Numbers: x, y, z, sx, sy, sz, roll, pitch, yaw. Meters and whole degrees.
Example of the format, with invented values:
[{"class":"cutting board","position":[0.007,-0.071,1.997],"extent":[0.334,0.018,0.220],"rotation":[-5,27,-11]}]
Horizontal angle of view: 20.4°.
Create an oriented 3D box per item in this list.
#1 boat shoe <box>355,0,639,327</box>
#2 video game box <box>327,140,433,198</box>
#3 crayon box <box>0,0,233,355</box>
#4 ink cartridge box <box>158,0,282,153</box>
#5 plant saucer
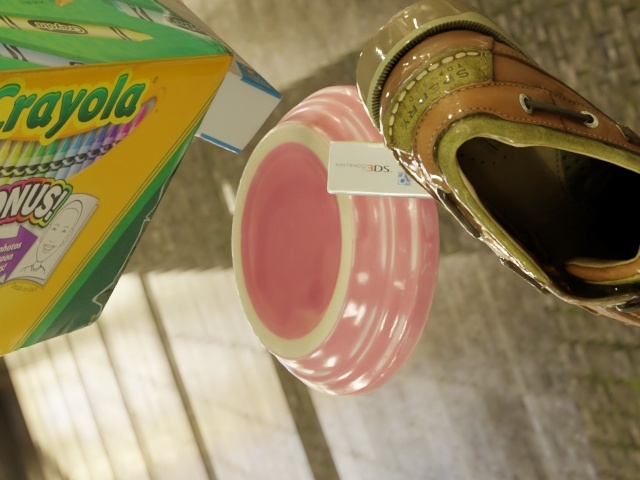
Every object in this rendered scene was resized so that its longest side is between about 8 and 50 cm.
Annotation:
[{"class":"boat shoe","position":[0.144,-0.005,0.918],"extent":[0.307,0.110,0.104],"rotation":[26,-157,-34]},{"class":"video game box","position":[0.109,-0.056,1.451],"extent":[0.205,0.187,0.048],"rotation":[-19,-70,-83]},{"class":"crayon box","position":[-0.164,-0.027,0.771],"extent":[0.081,0.278,0.165],"rotation":[35,111,17]},{"class":"ink cartridge box","position":[-0.151,-0.186,1.801],"extent":[0.191,0.082,0.140],"rotation":[44,-167,33]},{"class":"plant saucer","position":[0.000,0.000,1.883],"extent":[0.332,0.084,0.332],"rotation":[-2,87,57]}]
